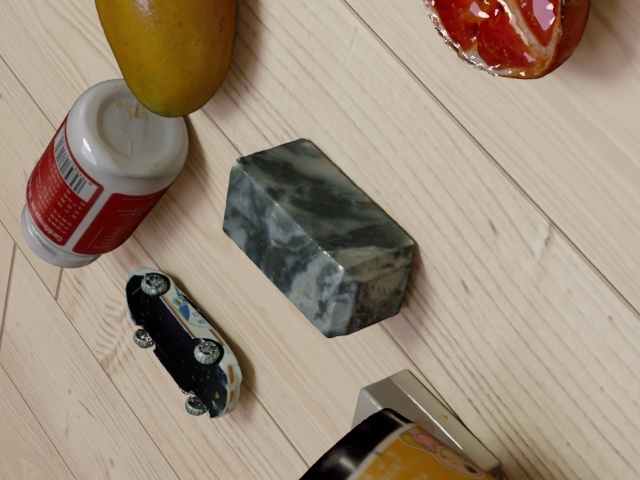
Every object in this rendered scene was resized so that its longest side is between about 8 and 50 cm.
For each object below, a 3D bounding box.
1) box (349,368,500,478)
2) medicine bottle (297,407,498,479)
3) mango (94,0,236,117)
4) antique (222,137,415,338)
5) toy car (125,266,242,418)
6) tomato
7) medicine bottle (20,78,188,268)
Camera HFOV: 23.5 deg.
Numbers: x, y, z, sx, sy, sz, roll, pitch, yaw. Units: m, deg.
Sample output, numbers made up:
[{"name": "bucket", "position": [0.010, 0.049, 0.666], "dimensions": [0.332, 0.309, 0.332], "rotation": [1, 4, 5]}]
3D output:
[{"name": "box", "position": [0.081, 0.237, 1.418], "dimensions": [0.141, 0.058, 0.201], "rotation": [43, 137, 35]}, {"name": "medicine bottle", "position": [0.130, 0.327, 1.202], "dimensions": [0.395, 0.242, 0.242], "rotation": [36, 137, 14]}, {"name": "mango", "position": [-0.144, -0.213, 1.459], "dimensions": [0.151, 0.120, 0.221], "rotation": [31, 137, 49]}, {"name": "antique", "position": [0.000, 0.000, 1.387], "dimensions": [0.183, 0.086, 0.088], "rotation": [45, 140, 32]}, {"name": "toy car", "position": [-0.151, 0.108, 1.688], "dimensions": [0.205, 0.056, 0.095], "rotation": [48, 141, 36]}, {"name": "tomato", "position": [0.141, -0.194, 1.098], "dimensions": [0.155, 0.069, 0.155], "rotation": [28, 129, 42]}, {"name": "medicine bottle", "position": [-0.239, -0.066, 1.657], "dimensions": [0.131, 0.131, 0.250], "rotation": [63, 147, 11]}]
